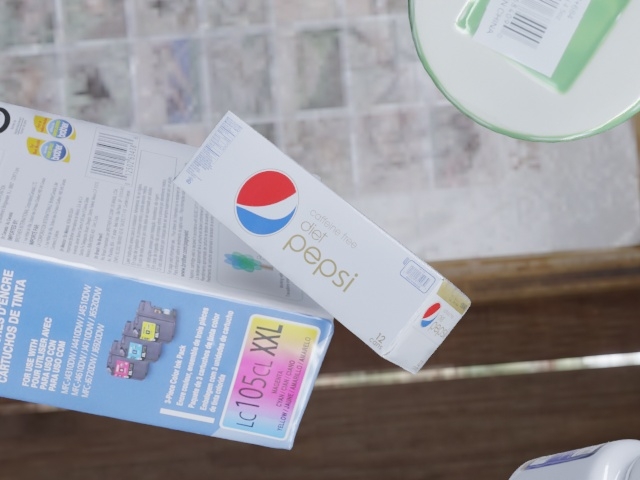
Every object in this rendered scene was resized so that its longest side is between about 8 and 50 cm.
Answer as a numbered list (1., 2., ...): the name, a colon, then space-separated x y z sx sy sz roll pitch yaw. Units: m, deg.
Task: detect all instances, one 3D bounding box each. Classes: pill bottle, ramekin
1. pill bottle: 0.254 0.233 1.256 0.187 0.112 0.112 -28 -117 57
2. ramekin: 0.230 -0.242 1.421 0.148 0.303 0.303 -51 139 -66

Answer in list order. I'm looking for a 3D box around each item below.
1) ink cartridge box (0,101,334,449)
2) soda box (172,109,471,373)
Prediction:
1. ink cartridge box: -0.199 0.015 1.234 0.270 0.396 0.151 -95 -159 -62
2. soda box: 0.000 0.000 1.016 0.216 0.069 0.074 40 2 27
